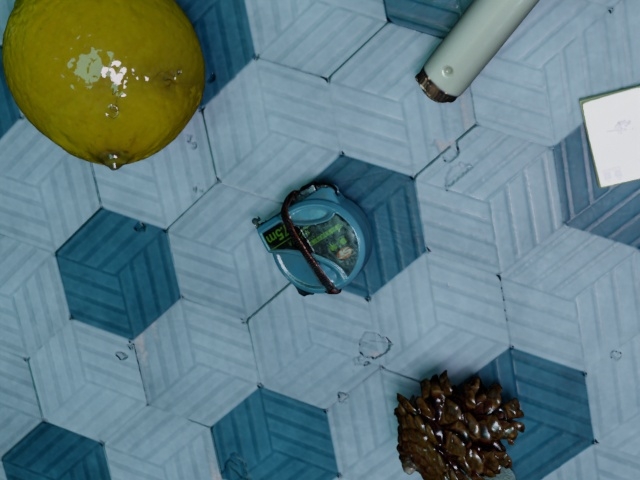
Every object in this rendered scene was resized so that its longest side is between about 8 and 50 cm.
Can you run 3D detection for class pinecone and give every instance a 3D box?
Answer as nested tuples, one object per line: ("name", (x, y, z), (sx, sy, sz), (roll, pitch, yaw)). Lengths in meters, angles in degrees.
("pinecone", (0.175, 0.241, 1.176), (0.174, 0.173, 0.173), (3, 104, 12))

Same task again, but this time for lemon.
("lemon", (-0.264, -0.218, 1.127), (0.228, 0.228, 0.253), (-36, 92, 18))

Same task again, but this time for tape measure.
("tape measure", (0.000, 0.000, 1.192), (0.125, 0.081, 0.146), (-29, 96, 21))

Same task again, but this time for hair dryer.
("hair dryer", (0.216, -0.279, 1.040), (0.128, 0.203, 0.362), (39, 127, 1))

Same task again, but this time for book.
("book", (0.359, -0.124, 1.113), (0.077, 0.014, 0.110), (-13, 100, 14))

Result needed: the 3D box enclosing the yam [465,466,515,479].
("yam", (0.207, 0.382, 1.243), (0.068, 0.068, 0.169), (15, 105, 9))
